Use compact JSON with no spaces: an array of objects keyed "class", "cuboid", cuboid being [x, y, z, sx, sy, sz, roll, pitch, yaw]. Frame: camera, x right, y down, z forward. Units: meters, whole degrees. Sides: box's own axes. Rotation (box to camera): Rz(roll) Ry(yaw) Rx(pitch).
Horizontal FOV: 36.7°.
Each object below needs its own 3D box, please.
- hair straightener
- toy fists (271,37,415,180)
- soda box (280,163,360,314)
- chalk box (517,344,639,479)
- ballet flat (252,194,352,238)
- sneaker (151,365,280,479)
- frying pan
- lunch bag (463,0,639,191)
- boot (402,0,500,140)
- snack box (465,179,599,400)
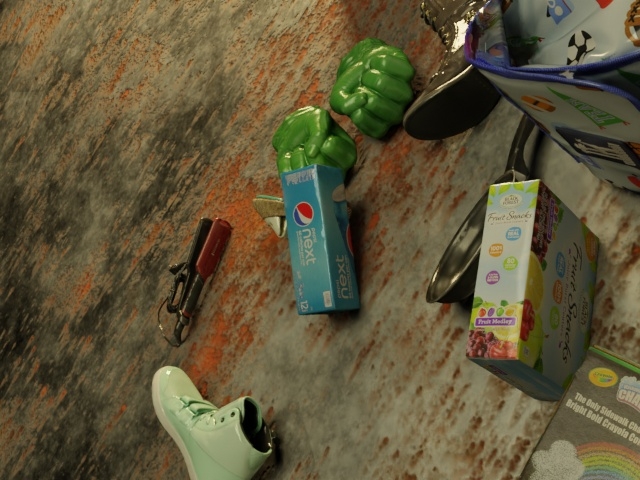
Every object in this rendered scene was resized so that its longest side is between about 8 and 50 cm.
[{"class":"hair straightener","cuboid":[-0.224,0.069,1.658,0.089,0.047,0.231,7,78,46]},{"class":"toy fists","cuboid":[0.034,-0.189,1.504,0.279,0.096,0.142,-44,45,15]},{"class":"soda box","cuboid":[0.000,0.000,1.396,0.067,0.071,0.210,-12,81,33]},{"class":"chalk box","cuboid":[0.327,0.198,0.980,0.132,0.132,0.213,29,88,49]},{"class":"ballet flat","cuboid":[-0.039,-0.034,1.510,0.206,0.073,0.067,3,79,47]},{"class":"sneaker","cuboid":[-0.153,0.256,1.437,0.151,0.094,0.256,-49,52,20]},{"class":"frying pan","cuboid":[0.222,-0.042,1.257,0.326,0.053,0.197,-59,3,-40]},{"class":"lunch bag","cuboid":[0.388,-0.193,0.993,0.385,0.327,0.239,-18,58,35]},{"class":"boot","cuboid":[0.199,-0.288,1.416,0.263,0.091,0.229,-39,43,12]},{"class":"snack box","cuboid":[0.247,0.061,1.099,0.070,0.174,0.207,-3,65,38]}]
